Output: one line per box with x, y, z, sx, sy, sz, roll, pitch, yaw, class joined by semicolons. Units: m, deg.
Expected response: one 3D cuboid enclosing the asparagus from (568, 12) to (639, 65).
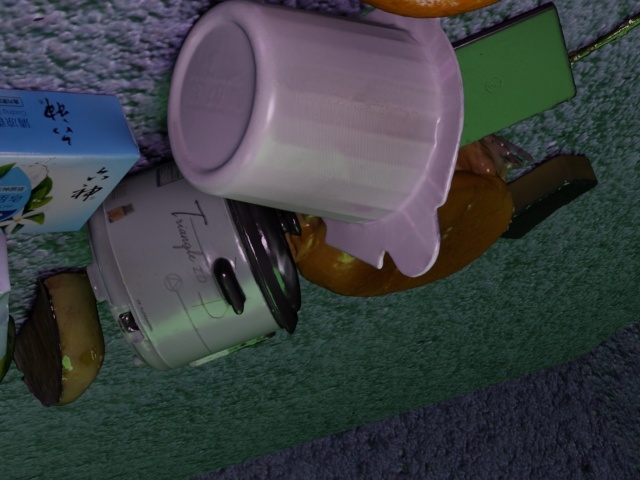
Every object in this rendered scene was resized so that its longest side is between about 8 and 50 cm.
0.370;-0.260;1.417;0.233;0.022;0.023;-32;-157;16;asparagus

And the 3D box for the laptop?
0.206;-0.191;1.310;0.197;0.016;0.135;-22;123;0;laptop

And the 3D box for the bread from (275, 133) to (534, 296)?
0.108;-0.042;1.445;0.388;0.183;0.236;-7;152;-39;bread

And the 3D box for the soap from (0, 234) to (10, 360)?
-0.449;0.094;1.165;0.193;0.109;0.324;24;126;-35;soap

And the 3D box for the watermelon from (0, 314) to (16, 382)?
-0.491;0.166;1.391;0.204;0.127;0.232;4;149;-40;watermelon

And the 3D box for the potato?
-0.341;0.143;1.493;0.098;0.138;0.243;-17;163;-32;potato

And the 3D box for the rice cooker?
-0.132;0.016;1.246;0.227;0.241;0.280;-21;-160;1;rice cooker

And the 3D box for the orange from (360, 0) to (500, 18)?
0.092;-0.275;0.844;0.224;0.170;0.224;-5;159;-2;orange

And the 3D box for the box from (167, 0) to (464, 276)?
-0.018;-0.100;1.045;0.206;0.291;0.262;6;150;-36;box

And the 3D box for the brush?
0.364;-0.071;1.840;0.197;0.059;0.123;-37;158;34;brush

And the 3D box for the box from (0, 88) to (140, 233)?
-0.309;-0.073;1.044;0.232;0.083;0.142;-2;149;-44;box
